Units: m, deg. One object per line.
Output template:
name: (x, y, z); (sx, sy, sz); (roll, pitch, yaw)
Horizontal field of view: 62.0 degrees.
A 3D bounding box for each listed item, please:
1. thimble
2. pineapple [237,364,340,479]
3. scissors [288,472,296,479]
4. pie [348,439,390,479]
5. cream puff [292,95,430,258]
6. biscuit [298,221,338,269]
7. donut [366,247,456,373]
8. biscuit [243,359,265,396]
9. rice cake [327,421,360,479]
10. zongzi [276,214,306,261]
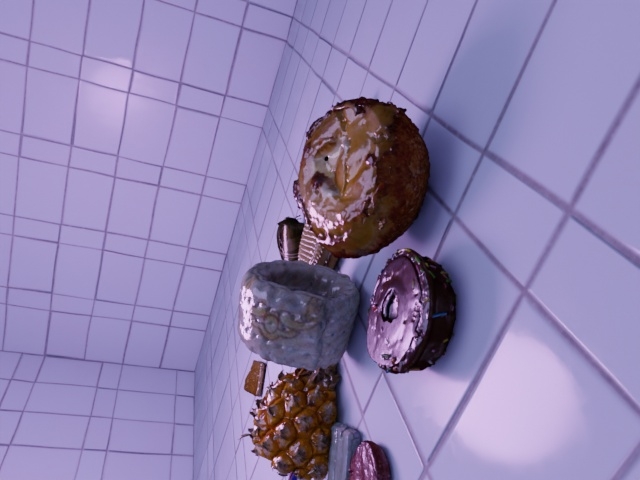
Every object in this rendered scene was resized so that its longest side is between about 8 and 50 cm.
thimble: (-0.051, 0.177, 1.295); (0.291, 0.292, 0.195); (-126, 43, -66)
pineapple: (-0.082, 0.399, 1.367); (0.344, 0.209, 0.286); (-148, 71, -72)
scissors: (-0.071, 0.643, 1.499); (0.039, 0.012, 0.113); (-124, 48, -65)
pie: (0.095, 0.476, 1.064); (0.154, 0.036, 0.154); (-169, 90, -72)
cream puff: (0.094, -0.132, 1.128); (0.350, 0.229, 0.350); (-7, 80, 48)
biscuit: (0.000, 0.000, 1.569); (0.259, 0.079, 0.259); (-168, 90, -72)
donut: (0.165, 0.131, 0.979); (0.235, 0.089, 0.235); (-170, 90, -72)
biscuit: (-0.261, 0.542, 2.114); (0.237, 0.026, 0.131); (155, 126, -69)
rice cake: (0.046, 0.519, 1.181); (0.124, 0.038, 0.211); (160, 120, -69)
zongzi: (-0.097, 0.044, 1.823); (0.247, 0.111, 0.240); (-135, 45, -77)
